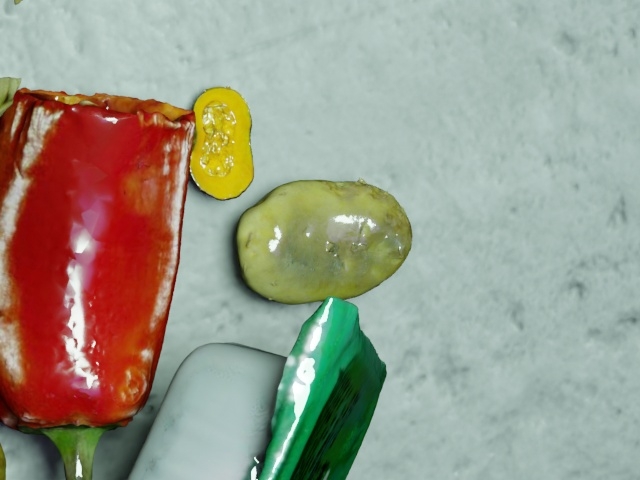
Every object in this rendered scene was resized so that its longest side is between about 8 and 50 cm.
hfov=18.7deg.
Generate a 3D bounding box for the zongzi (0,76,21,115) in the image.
[{"bbox_3d":[-0.314,0.047,1.234,0.300,0.145,0.274,-12,102,-21],"label":"zongzi"}]

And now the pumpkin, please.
[{"bbox_3d":[-0.074,-0.069,1.401,0.050,0.028,0.083,8,84,-24],"label":"pumpkin"}]

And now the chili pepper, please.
[{"bbox_3d":[-0.169,0.069,1.317,0.134,0.131,0.338,-7,103,-66],"label":"chili pepper"}]

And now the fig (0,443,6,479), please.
[{"bbox_3d":[-0.273,0.163,1.276,0.136,0.121,0.153,26,92,-50],"label":"fig"}]

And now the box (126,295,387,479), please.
[{"bbox_3d":[-0.058,0.168,1.313,0.106,0.336,0.264,24,82,9],"label":"box"}]

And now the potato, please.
[{"bbox_3d":[0.000,0.000,1.421,0.138,0.070,0.091,-3,102,-23],"label":"potato"}]

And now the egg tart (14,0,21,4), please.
[{"bbox_3d":[-0.291,-0.202,1.146,0.315,0.315,0.120,13,49,-26],"label":"egg tart"}]
